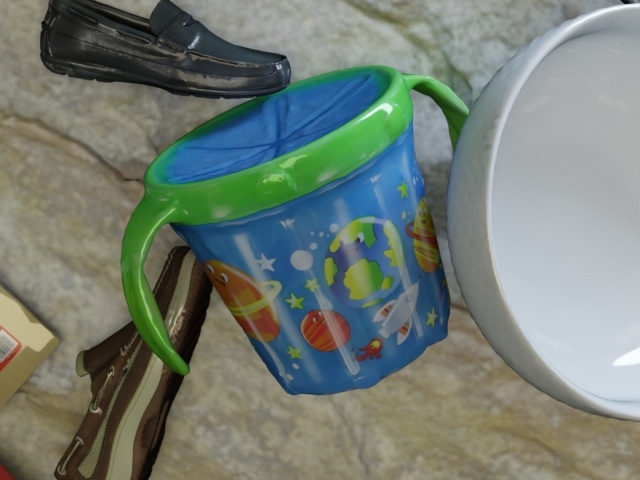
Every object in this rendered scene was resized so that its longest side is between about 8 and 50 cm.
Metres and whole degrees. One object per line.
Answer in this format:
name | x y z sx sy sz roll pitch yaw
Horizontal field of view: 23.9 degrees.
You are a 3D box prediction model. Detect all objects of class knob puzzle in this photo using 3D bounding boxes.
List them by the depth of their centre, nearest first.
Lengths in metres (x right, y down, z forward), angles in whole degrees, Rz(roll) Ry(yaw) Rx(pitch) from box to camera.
knob puzzle | -0.363 0.087 1.382 0.213 0.030 0.213 0 99 1

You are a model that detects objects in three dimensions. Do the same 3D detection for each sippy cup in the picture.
sippy cup | 0.000 0.000 1.276 0.305 0.240 0.224 -19 109 13

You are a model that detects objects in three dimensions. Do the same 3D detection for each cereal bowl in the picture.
cereal bowl | 0.241 -0.020 1.263 0.338 0.141 0.339 2 85 -27

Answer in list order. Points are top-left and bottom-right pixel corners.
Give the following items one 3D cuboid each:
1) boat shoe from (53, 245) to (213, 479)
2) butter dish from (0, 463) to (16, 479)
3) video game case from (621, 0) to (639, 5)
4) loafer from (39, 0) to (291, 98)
boat shoe | -0.175 0.118 1.354 0.095 0.095 0.258 21 98 6
butter dish | -0.325 0.292 1.373 0.160 0.118 0.160 -41 77 -21
video game case | 0.324 -0.322 1.304 0.275 0.035 0.248 42 97 -5
loafer | -0.134 -0.171 1.314 0.223 0.076 0.078 9 107 3
